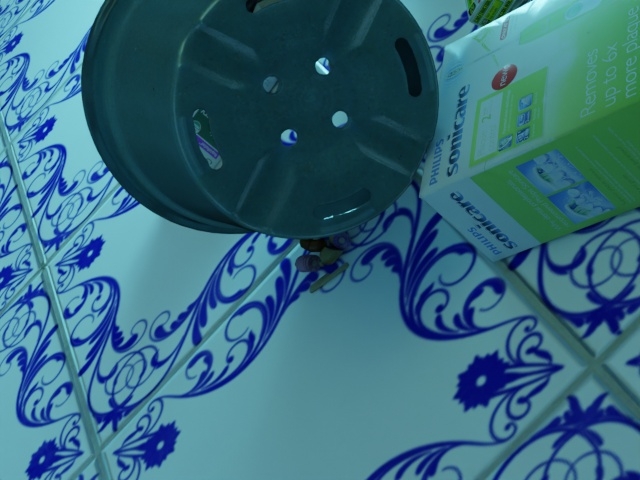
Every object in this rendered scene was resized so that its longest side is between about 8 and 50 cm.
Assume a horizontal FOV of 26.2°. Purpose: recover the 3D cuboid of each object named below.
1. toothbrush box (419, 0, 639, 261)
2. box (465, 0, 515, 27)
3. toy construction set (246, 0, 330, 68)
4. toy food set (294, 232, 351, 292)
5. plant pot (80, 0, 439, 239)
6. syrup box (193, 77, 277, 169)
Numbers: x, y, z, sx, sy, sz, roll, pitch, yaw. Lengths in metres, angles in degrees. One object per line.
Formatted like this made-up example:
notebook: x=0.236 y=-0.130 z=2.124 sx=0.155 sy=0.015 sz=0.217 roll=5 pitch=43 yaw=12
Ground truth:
toothbrush box: x=0.245 y=-0.130 z=1.257 sx=0.283 sy=0.122 sz=0.206 roll=-24 pitch=40 yaw=40
box: x=0.203 y=-0.345 z=1.589 sx=0.207 sy=0.036 sz=0.114 roll=-93 pitch=27 yaw=-49
toy construction set: x=-0.002 y=-0.402 z=1.768 sx=0.309 sy=0.237 sz=0.257 roll=30 pitch=120 yaw=24
toy food set: x=0.000 y=0.000 z=1.535 sx=0.078 sy=0.019 sz=0.122 roll=-36 pitch=33 yaw=22
plant pot: x=-0.054 y=-0.150 z=1.385 sx=0.341 sy=0.341 sz=0.334 roll=-52 pitch=17 yaw=-2
syrup box: x=-0.145 y=-0.198 z=1.869 sx=0.237 sy=0.093 sz=0.096 roll=-55 pitch=31 yaw=-7
